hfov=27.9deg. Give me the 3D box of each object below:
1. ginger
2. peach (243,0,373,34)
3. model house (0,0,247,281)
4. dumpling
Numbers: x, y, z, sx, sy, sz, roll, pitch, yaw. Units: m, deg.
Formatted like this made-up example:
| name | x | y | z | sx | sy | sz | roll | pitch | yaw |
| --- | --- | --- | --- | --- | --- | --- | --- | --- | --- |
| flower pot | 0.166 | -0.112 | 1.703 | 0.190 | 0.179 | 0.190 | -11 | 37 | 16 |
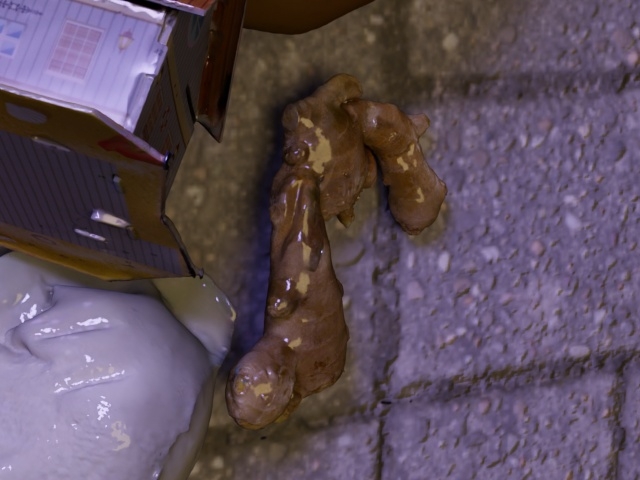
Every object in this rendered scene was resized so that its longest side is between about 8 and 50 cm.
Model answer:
| name | x | y | z | sx | sy | sz | roll | pitch | yaw |
| --- | --- | --- | --- | --- | --- | --- | --- | --- | --- |
| ginger | 0.000 | 0.000 | 0.747 | 0.193 | 0.052 | 0.176 | -33 | 115 | -38 |
| peach | -0.019 | -0.233 | 0.645 | 0.251 | 0.153 | 0.251 | 2 | 85 | -22 |
| model house | -0.141 | -0.089 | 0.587 | 0.219 | 0.207 | 0.136 | 17 | 70 | 7 |
| dumpling | -0.130 | 0.076 | 0.661 | 0.155 | 0.181 | 0.111 | 36 | 114 | 3 |
